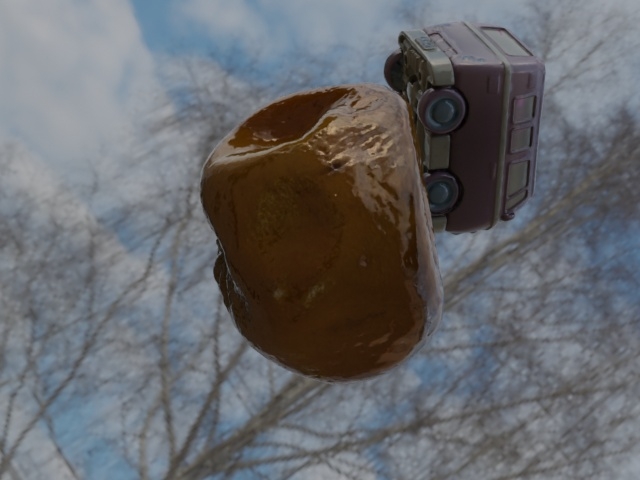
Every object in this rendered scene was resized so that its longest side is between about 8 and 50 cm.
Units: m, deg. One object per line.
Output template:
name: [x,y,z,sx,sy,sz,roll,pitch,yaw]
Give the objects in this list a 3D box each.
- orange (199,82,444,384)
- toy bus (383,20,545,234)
orange: [0.000,0.000,0.982,0.249,0.183,0.249,-9,90,-84]
toy bus: [0.150,-0.115,1.285,0.142,0.142,0.202,-119,-154,-56]
